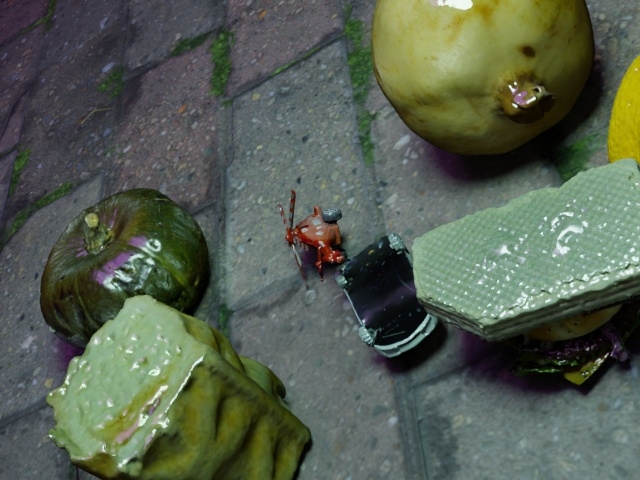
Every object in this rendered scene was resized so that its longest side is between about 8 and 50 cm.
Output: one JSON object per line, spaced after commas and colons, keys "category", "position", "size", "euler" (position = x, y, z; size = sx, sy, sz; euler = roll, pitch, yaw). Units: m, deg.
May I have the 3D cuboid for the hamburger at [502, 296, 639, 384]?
{"category": "hamburger", "position": [0.252, 0.057, 1.113], "size": [0.164, 0.093, 0.190], "euler": [13, 64, 46]}

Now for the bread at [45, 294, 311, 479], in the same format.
{"category": "bread", "position": [-0.151, 0.200, 1.193], "size": [0.196, 0.252, 0.239], "euler": [2, 52, 40]}

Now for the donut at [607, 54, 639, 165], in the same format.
{"category": "donut", "position": [0.389, -0.149, 1.151], "size": [0.259, 0.152, 0.101], "euler": [-50, 31, -15]}

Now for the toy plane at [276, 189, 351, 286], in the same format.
{"category": "toy plane", "position": [-0.001, -0.008, 1.374], "size": [0.077, 0.126, 0.194], "euler": [-10, -4, -9]}

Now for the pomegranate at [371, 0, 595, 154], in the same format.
{"category": "pomegranate", "position": [0.193, -0.253, 1.311], "size": [0.307, 0.307, 0.307], "euler": [-23, 41, 22]}

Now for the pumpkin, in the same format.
{"category": "pumpkin", "position": [-0.282, 0.030, 1.525], "size": [0.260, 0.189, 0.260], "euler": [-22, 42, 21]}

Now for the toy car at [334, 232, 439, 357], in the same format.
{"category": "toy car", "position": [0.082, 0.067, 1.280], "size": [0.095, 0.056, 0.205], "euler": [-35, 35, 8]}

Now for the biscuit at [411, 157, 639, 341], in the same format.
{"category": "biscuit", "position": [0.209, 0.015, 1.070], "size": [0.252, 0.052, 0.150], "euler": [-21, 44, 22]}
